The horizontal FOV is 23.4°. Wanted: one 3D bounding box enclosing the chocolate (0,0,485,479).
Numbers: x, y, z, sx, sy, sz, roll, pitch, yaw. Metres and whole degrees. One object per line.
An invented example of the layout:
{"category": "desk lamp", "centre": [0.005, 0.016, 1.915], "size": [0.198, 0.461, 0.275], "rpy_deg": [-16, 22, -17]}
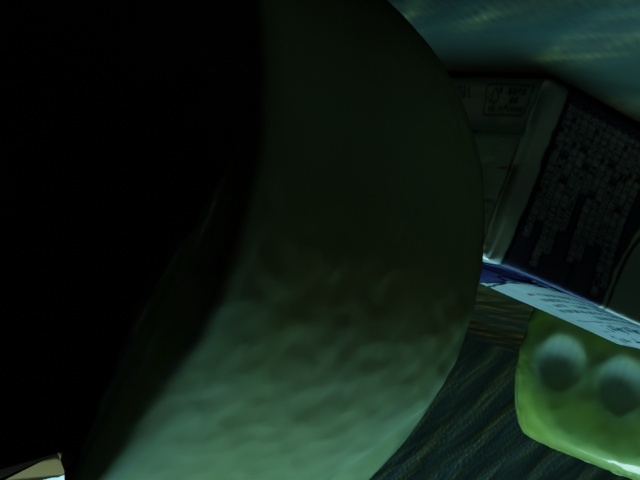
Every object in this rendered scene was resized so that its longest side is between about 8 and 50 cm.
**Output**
{"category": "chocolate", "centre": [-0.078, 0.004, 0.674], "size": [0.314, 0.326, 0.297], "rpy_deg": [-24, 143, 34]}

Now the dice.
{"category": "dice", "centre": [0.253, 0.097, 1.134], "size": [0.169, 0.166, 0.169], "rpy_deg": [18, 174, 32]}

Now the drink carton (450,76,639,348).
{"category": "drink carton", "centre": [0.152, -0.005, 0.868], "size": [0.222, 0.102, 0.134], "rpy_deg": [24, 172, -28]}
